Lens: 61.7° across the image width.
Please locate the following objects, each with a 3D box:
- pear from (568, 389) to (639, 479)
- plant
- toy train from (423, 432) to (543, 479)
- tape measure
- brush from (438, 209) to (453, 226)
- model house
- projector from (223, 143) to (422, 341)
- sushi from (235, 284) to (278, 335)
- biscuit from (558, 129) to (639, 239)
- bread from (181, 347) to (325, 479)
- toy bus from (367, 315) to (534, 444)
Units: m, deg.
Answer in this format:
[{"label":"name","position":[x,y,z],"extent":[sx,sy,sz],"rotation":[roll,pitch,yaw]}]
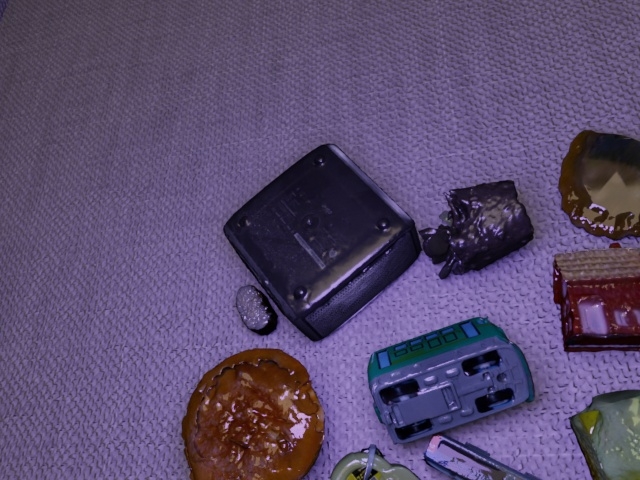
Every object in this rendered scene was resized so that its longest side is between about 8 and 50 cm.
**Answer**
[{"label":"pear","position":[0.682,0.433,1.076],"extent":[0.282,0.176,0.286],"rotation":[-15,62,7]},{"label":"plant","position":[0.386,-0.031,1.364],"extent":[0.276,0.199,0.188],"rotation":[-26,62,14]},{"label":"toy train","position":[0.424,0.536,1.149],"extent":[0.410,0.086,0.089],"rotation":[20,69,25]},{"label":"tape measure","position":[0.107,0.566,1.220],"extent":[0.175,0.106,0.200],"rotation":[41,83,15]},{"label":"brush","position":[0.400,-0.028,1.476],"extent":[0.033,0.030,0.178],"rotation":[-49,61,1]},{"label":"model house","position":[0.653,0.125,1.249],"extent":[0.196,0.160,0.253],"rotation":[-4,61,15]},{"label":"projector","position":[0.000,0.000,1.458],"extent":[0.405,0.242,0.395],"rotation":[-39,61,-4]},{"label":"sushi","position":[-0.182,0.197,1.507],"extent":[0.091,0.078,0.150],"rotation":[-39,61,3]},{"label":"biscuit","position":[0.802,-0.157,1.394],"extent":[0.335,0.078,0.328],"rotation":[-2,68,19]},{"label":"bread","position":[-0.152,0.447,1.303],"extent":[0.359,0.204,0.336],"rotation":[-29,62,5]},{"label":"toy bus","position":[0.284,0.310,1.236],"extent":[0.344,0.183,0.199],"rotation":[-20,17,6]}]
